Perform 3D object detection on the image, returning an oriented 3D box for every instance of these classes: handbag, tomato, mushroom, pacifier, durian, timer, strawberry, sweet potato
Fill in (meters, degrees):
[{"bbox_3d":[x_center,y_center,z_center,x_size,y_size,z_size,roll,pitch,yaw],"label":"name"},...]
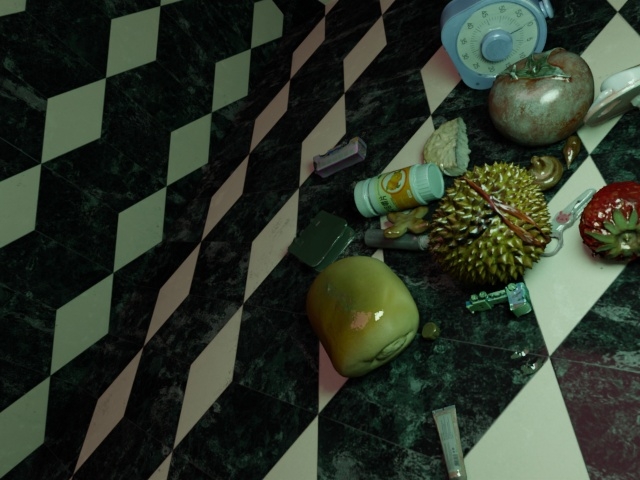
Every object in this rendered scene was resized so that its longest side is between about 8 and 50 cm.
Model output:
[{"bbox_3d":[-0.001,-0.001,1.954,0.247,0.079,0.260,-52,37,-4],"label":"handbag"},{"bbox_3d":[0.710,-0.459,1.478,0.317,0.282,0.316,-24,38,20],"label":"tomato"},{"bbox_3d":[0.702,-0.212,1.441,0.109,0.085,0.126,41,87,18],"label":"mushroom"},{"bbox_3d":[0.914,-0.392,1.275,0.332,0.220,0.273,-21,41,-2],"label":"pacifier"},{"bbox_3d":[0.485,-0.044,1.328,0.347,0.348,0.384,-119,32,-51],"label":"durian"},{"bbox_3d":[0.673,-0.780,1.724,0.395,0.395,0.173,-18,47,34],"label":"timer"},{"bbox_3d":[0.783,-0.070,1.187,0.205,0.205,0.244,-18,25,34],"label":"strawberry"},{"bbox_3d":[0.791,-0.275,1.437,0.049,0.049,0.117,2,66,46],"label":"sweet potato"}]

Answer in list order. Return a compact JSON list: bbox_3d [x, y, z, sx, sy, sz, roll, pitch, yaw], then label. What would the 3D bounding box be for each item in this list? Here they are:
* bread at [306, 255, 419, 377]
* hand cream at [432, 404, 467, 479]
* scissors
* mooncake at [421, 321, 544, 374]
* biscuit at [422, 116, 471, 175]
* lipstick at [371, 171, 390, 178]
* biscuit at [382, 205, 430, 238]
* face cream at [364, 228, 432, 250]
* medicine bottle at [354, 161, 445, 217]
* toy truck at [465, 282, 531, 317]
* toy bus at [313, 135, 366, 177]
[{"bbox_3d":[0.124,0.233,1.491,0.348,0.253,0.376,-39,40,7],"label":"bread"},{"bbox_3d":[0.340,0.536,1.190,0.067,0.043,0.209,-27,37,23],"label":"hand cream"},{"bbox_3d":[0.712,-0.060,1.340,0.242,0.031,0.118,-48,37,8],"label":"scissors"},{"bbox_3d":[0.436,0.291,1.289,0.347,0.057,0.150,35,98,50],"label":"mooncake"},{"bbox_3d":[0.483,-0.353,1.774,0.179,0.084,0.281,-19,47,32],"label":"biscuit"},{"bbox_3d":[0.249,-0.265,1.972,0.129,0.030,0.030,-9,52,39],"label":"lipstick"},{"bbox_3d":[0.313,-0.066,1.643,0.165,0.047,0.208,-13,19,17],"label":"biscuit"},{"bbox_3d":[0.288,-0.003,1.674,0.284,0.073,0.073,4,61,46],"label":"face cream"},{"bbox_3d":[0.302,-0.193,1.755,0.318,0.158,0.158,-13,50,38],"label":"medicine bottle"},{"bbox_3d":[0.507,0.183,1.304,0.175,0.067,0.081,-22,46,31],"label":"toy truck"},{"bbox_3d":[0.087,-0.400,2.203,0.274,0.090,0.112,-20,52,34],"label":"toy bus"}]
